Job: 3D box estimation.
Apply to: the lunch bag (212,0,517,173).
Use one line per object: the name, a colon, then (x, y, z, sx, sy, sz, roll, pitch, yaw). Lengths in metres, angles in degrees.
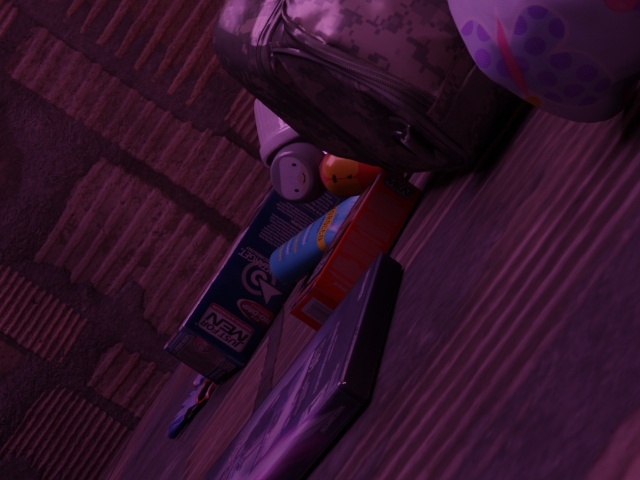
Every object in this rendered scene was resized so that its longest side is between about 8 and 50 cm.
lunch bag: (0.096, -0.209, 0.835, 0.305, 0.212, 0.256, -57, 35, -7)

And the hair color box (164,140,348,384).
hair color box: (-0.085, 0.031, 1.543, 0.347, 0.105, 0.174, -58, 5, -24)

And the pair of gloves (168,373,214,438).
pair of gloves: (-0.184, 0.227, 1.687, 0.159, 0.023, 0.198, -47, 11, 50)

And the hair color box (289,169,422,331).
hair color box: (0.031, 0.009, 0.924, 0.141, 0.043, 0.072, -58, 4, -31)

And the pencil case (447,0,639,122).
pencil case: (0.164, -0.170, 0.433, 0.124, 0.113, 0.273, -46, -3, -46)

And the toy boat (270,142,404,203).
toy boat: (0.039, -0.188, 1.169, 0.148, 0.267, 0.318, -1, 64, 30)

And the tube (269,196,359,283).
tube: (0.000, 0.000, 1.308, 0.207, 0.052, 0.080, -38, 29, 56)

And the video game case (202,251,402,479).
video game case: (-0.036, 0.150, 0.768, 0.274, 0.026, 0.196, -52, 6, 25)

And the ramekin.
ramekin: (-0.006, -0.196, 1.626, 0.207, 0.109, 0.207, -17, -10, -3)
